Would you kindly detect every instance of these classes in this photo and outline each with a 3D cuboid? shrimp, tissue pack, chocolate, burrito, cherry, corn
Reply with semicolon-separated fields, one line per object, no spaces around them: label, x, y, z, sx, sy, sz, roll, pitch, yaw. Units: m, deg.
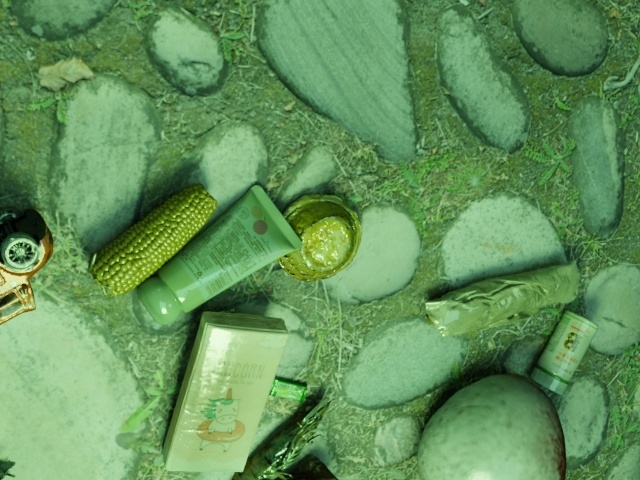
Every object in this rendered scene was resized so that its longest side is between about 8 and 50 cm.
shrimp;-0.057;0.455;1.723;0.296;0.169;0.058;-46;144;-5
tissue pack;-0.184;0.295;1.640;0.170;0.071;0.325;10;112;-24
chocolate;-0.056;0.551;1.760;0.214;0.148;0.093;-40;111;-11
burrito;0.405;0.134;1.884;0.392;0.076;0.117;-13;110;-21
cherry;0.369;0.455;1.859;0.326;0.291;0.335;6;83;-15
corn;-0.296;-0.002;1.528;0.260;0.091;0.091;-41;78;-9

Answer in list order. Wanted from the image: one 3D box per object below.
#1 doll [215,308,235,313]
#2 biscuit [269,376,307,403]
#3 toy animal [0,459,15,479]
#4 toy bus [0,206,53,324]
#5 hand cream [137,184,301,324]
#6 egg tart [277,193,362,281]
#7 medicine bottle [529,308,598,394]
doll;-0.177;0.167;1.648;0.083;0.050;0.076;35;96;-28
biscuit;-0.067;0.306;1.757;0.089;0.016;0.046;18;98;-27
toy animal;-0.574;0.410;1.551;0.028;0.050;0.084;-14;146;-45
toy bus;-0.582;0.080;1.399;0.329;0.143;0.153;-30;124;-15
hand cream;-0.195;0.036;1.581;0.306;0.093;0.147;-36;87;-12
egg tart;0.000;0.000;1.671;0.191;0.074;0.191;-7;109;-21
medicine bottle;0.566;0.258;1.986;0.086;0.086;0.183;26;92;-28
